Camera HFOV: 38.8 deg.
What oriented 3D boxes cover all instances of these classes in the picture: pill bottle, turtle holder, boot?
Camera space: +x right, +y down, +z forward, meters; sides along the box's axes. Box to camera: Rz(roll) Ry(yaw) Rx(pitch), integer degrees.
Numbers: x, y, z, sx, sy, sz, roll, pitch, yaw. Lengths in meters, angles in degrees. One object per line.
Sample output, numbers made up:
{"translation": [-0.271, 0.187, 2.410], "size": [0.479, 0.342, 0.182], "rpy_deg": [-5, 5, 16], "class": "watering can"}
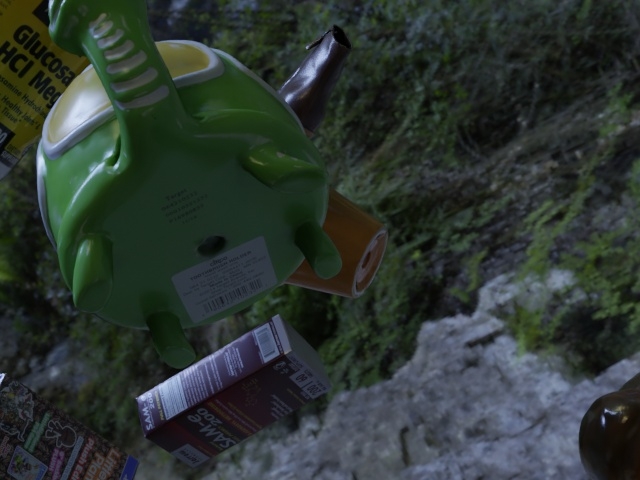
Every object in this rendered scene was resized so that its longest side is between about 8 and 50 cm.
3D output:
{"translation": [-0.373, -0.255, 1.145], "size": [0.188, 0.334, 0.188], "rpy_deg": [38, 174, 4], "class": "pill bottle"}
{"translation": [-0.142, -0.061, 0.767], "size": [0.320, 0.243, 0.227], "rpy_deg": [25, -151, -53], "class": "turtle holder"}
{"translation": [-0.017, -0.233, 1.390], "size": [0.090, 0.207, 0.248], "rpy_deg": [29, -162, -14], "class": "boot"}

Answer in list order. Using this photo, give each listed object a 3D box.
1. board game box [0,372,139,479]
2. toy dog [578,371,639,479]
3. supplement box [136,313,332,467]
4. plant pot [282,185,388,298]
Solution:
{"translation": [-0.483, 0.360, 1.438], "size": [0.291, 0.232, 0.141], "rpy_deg": [45, -137, -33], "class": "board game box"}
{"translation": [0.362, 0.298, 0.767], "size": [0.395, 0.285, 0.408], "rpy_deg": [44, -149, -66], "class": "toy dog"}
{"translation": [-0.120, 0.215, 1.274], "size": [0.130, 0.239, 0.073], "rpy_deg": [50, -168, -47], "class": "supplement box"}
{"translation": [0.000, 0.000, 1.479], "size": [0.188, 0.205, 0.205], "rpy_deg": [24, 153, 17], "class": "plant pot"}
